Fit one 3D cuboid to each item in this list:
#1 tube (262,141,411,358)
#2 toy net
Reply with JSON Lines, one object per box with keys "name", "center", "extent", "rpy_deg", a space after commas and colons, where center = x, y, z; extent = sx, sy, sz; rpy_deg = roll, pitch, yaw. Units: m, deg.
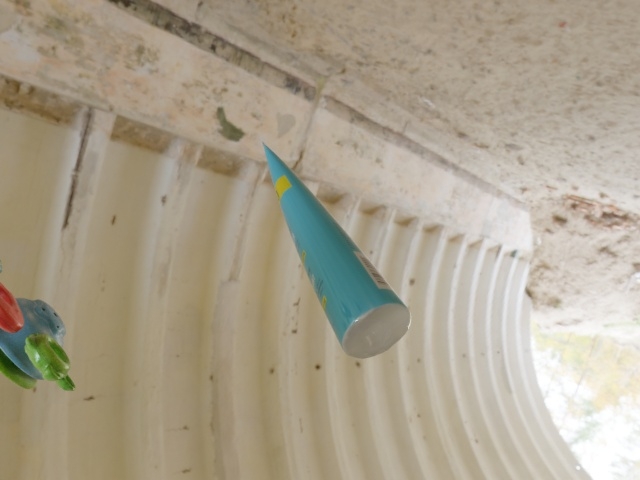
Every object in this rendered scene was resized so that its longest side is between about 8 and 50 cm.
{"name": "tube", "center": [0.000, 0.000, 0.441], "extent": [0.052, 0.080, 0.207], "rpy_deg": [-23, -136, -9]}
{"name": "toy net", "center": [-0.240, 0.003, 0.342], "extent": [0.232, 0.045, 0.122], "rpy_deg": [59, 165, -19]}
